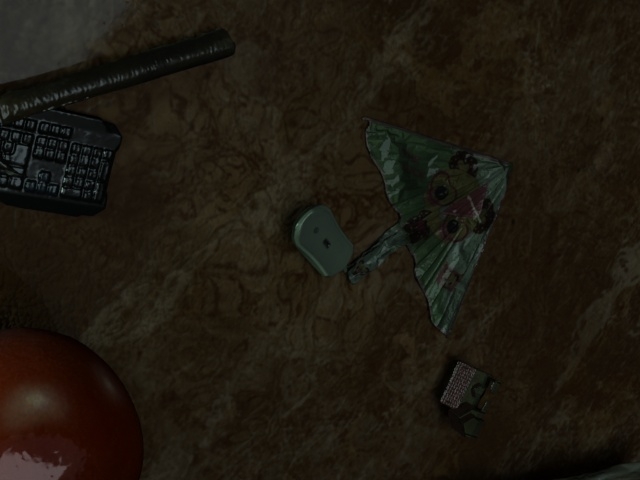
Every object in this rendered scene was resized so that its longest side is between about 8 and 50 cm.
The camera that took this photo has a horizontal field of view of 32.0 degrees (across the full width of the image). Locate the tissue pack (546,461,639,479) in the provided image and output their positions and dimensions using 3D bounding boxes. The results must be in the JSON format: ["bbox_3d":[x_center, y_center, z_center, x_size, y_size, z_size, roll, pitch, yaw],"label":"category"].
[{"bbox_3d":[0.323,0.495,1.509,0.375,0.195,0.390,3,103,-38],"label":"tissue pack"}]

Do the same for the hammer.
[{"bbox_3d":[-0.213,-0.154,1.081,0.297,0.027,0.125,-25,106,-29],"label":"hammer"}]

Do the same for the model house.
[{"bbox_3d":[0.183,0.201,1.419,0.058,0.057,0.083,26,92,-38],"label":"model house"}]

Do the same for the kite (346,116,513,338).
[{"bbox_3d":[0.138,-0.026,1.350,0.267,0.013,0.323,-31,117,-20],"label":"kite"}]

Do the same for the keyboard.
[{"bbox_3d":[-0.317,-0.089,1.055,0.262,0.016,0.106,10,99,-33],"label":"keyboard"}]

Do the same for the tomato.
[{"bbox_3d":[-0.292,0.196,1.023,0.255,0.256,0.225,-18,96,-26],"label":"tomato"}]

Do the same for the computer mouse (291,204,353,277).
[{"bbox_3d":[0.000,0.000,1.264,0.056,0.032,0.110,-46,132,-10],"label":"computer mouse"}]
